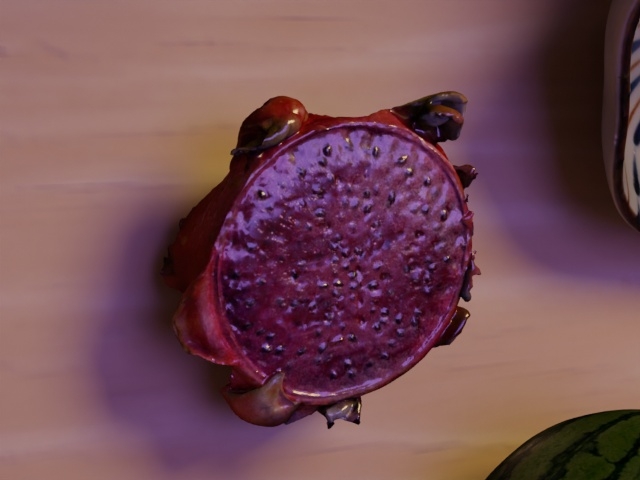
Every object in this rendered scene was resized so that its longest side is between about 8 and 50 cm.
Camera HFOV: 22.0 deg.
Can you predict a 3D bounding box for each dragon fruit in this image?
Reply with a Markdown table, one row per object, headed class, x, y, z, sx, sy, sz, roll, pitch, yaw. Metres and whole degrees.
| class | x | y | z | sx | sy | sz | roll | pitch | yaw |
| --- | --- | --- | --- | --- | --- | --- | --- | --- | --- |
| dragon fruit | -0.004 | 0.004 | 0.604 | 0.112 | 0.068 | 0.126 | 0 | 102 | -20 |

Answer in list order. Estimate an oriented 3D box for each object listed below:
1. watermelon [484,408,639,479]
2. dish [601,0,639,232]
| class | x | y | z | sx | sy | sz | roll | pitch | yaw |
| --- | --- | --- | --- | --- | --- | --- | --- | --- | --- |
| watermelon | 0.130 | 0.126 | 0.638 | 0.187 | 0.140 | 0.141 | -44 | 110 | -27 |
| dish | 0.179 | -0.087 | 0.692 | 0.190 | 0.066 | 0.191 | -15 | 125 | -23 |
